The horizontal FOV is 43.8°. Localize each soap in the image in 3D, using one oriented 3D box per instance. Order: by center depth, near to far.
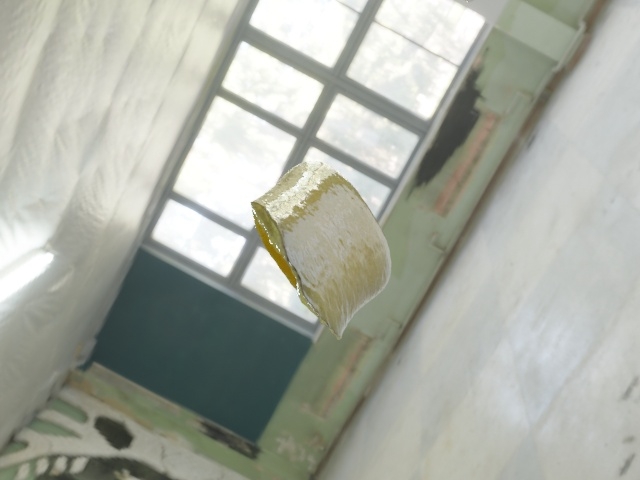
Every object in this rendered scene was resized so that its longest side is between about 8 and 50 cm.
[{"bbox_3d":[0.000,0.000,0.432,0.033,0.089,0.168,-37,-2,22],"label":"soap"}]
